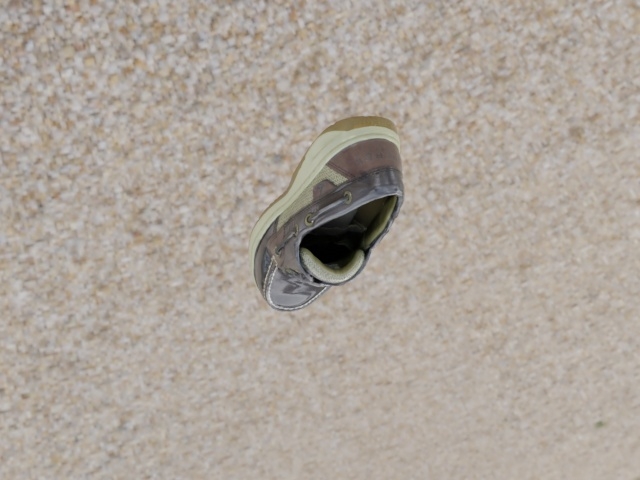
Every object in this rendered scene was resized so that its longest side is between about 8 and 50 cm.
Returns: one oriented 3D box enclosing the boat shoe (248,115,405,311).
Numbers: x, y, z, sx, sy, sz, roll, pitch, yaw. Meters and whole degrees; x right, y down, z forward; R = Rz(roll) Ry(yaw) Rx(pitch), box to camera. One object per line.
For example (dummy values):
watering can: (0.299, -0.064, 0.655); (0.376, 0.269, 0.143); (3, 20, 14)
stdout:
boat shoe: (0.000, 0.000, 0.492); (0.056, 0.049, 0.152); (0, 146, -19)
